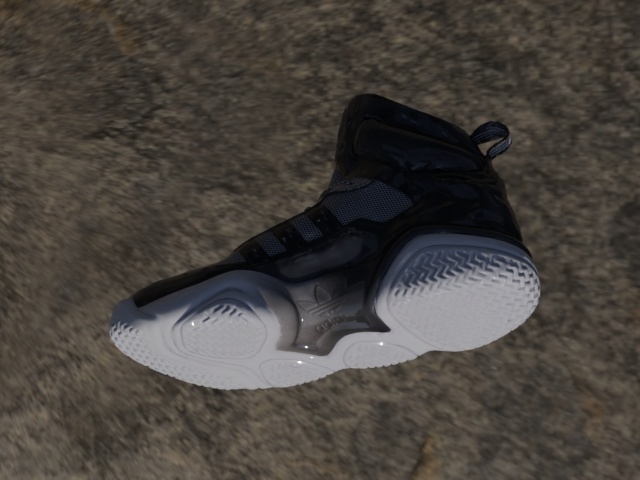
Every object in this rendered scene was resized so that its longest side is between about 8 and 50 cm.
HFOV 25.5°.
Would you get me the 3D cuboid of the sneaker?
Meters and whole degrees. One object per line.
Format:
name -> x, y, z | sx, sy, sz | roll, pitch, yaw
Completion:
sneaker -> 0.000, 0.000, 0.881 | 0.269, 0.101, 0.153 | -10, 55, 17
